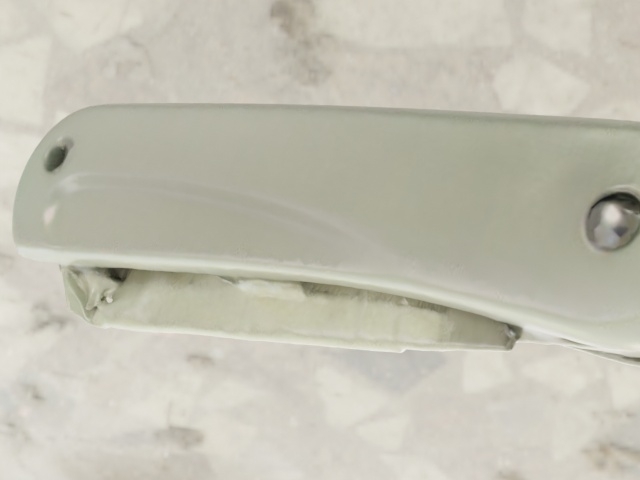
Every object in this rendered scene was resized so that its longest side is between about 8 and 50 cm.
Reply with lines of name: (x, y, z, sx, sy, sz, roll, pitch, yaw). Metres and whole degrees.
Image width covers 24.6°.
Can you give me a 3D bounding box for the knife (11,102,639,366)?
knife: (0.002, -0.003, 0.407, 0.266, 0.073, 0.040, 4, 156, 45)
